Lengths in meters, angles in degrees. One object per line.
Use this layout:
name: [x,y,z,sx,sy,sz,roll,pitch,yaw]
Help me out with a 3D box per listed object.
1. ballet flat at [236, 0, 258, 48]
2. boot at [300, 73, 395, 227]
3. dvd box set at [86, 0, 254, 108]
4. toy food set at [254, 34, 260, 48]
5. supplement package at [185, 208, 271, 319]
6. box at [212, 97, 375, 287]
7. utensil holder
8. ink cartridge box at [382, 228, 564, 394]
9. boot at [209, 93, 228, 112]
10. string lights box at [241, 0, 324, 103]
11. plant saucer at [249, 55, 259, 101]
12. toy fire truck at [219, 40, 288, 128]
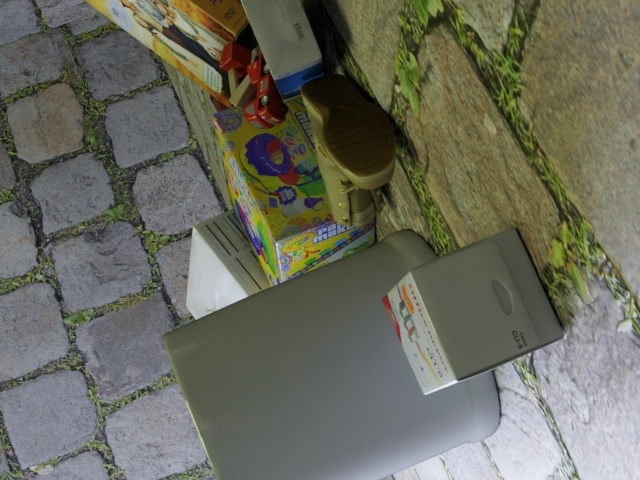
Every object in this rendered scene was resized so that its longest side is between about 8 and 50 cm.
ballet flat: [-0.171,-0.436,1.905,0.203,0.074,0.074,49,161,34]
boot: [0.051,-0.094,1.380,0.262,0.095,0.203,-121,14,-52]
dvd box set: [-0.309,-0.448,1.841,0.420,0.062,0.307,37,162,4]
toy food set: [-0.100,-0.397,1.782,0.077,0.019,0.122,67,162,6]
supplement package: [-0.146,0.095,1.940,0.204,0.145,0.261,49,148,26]
box: [-0.041,-0.063,1.717,0.279,0.177,0.290,85,160,-57]
utensil holder: [0.008,0.204,1.406,0.327,0.386,0.327,157,90,-80]
ink cartridge box: [0.160,0.082,1.075,0.176,0.127,0.128,113,135,-75]
boot: [-0.151,-0.209,2.233,0.264,0.096,0.280,87,158,-61]
string lights box: [-0.051,-0.291,1.439,0.260,0.077,0.133,27,-139,-88]
plant saucer: [-0.124,-0.189,1.964,0.258,0.048,0.259,88,-168,-64]
toy fire truck: [-0.112,-0.260,1.634,0.047,0.135,0.192,25,-124,-40]
